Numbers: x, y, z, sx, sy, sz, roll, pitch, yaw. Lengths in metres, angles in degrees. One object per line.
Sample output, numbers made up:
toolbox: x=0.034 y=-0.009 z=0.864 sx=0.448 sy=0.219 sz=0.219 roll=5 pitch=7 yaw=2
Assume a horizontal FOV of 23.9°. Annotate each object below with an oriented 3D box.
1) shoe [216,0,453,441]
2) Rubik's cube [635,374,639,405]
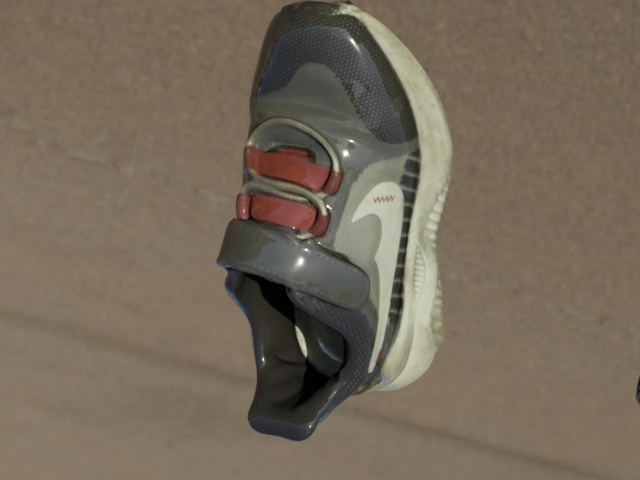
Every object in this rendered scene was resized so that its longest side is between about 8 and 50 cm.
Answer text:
shoe: x=0.000 y=0.000 z=0.736 sx=0.099 sy=0.112 sz=0.227 roll=15 pitch=131 yaw=30
Rubik's cube: x=0.327 y=-0.029 z=0.906 sx=0.228 sy=0.228 sz=0.233 roll=3 pitch=-162 yaw=37
